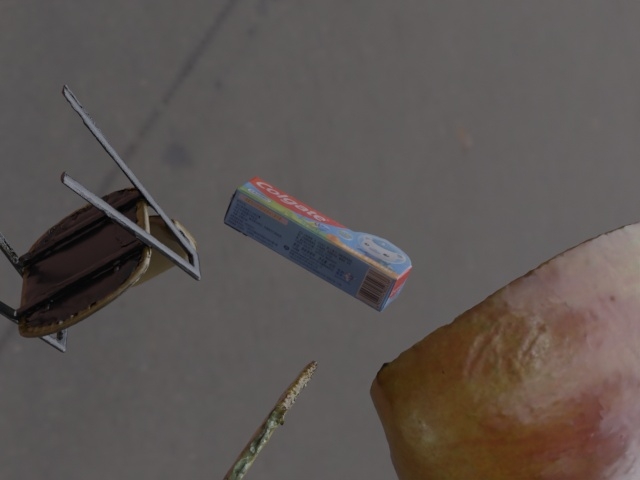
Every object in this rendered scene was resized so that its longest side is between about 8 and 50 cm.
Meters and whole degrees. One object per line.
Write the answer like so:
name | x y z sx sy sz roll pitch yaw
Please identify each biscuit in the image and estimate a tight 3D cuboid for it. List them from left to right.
biscuit | -0.053 0.174 1.676 0.016 0.144 0.203 35 12 2

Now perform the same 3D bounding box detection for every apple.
apple | 0.217 0.118 1.776 0.179 0.346 0.254 49 -13 56

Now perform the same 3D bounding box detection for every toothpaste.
toothpaste | 0.000 0.000 2.026 0.044 0.193 0.070 -65 167 25

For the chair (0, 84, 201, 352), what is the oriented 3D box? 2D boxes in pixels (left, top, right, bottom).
chair | -0.215 0.006 1.770 0.247 0.159 0.172 49 22 -34
